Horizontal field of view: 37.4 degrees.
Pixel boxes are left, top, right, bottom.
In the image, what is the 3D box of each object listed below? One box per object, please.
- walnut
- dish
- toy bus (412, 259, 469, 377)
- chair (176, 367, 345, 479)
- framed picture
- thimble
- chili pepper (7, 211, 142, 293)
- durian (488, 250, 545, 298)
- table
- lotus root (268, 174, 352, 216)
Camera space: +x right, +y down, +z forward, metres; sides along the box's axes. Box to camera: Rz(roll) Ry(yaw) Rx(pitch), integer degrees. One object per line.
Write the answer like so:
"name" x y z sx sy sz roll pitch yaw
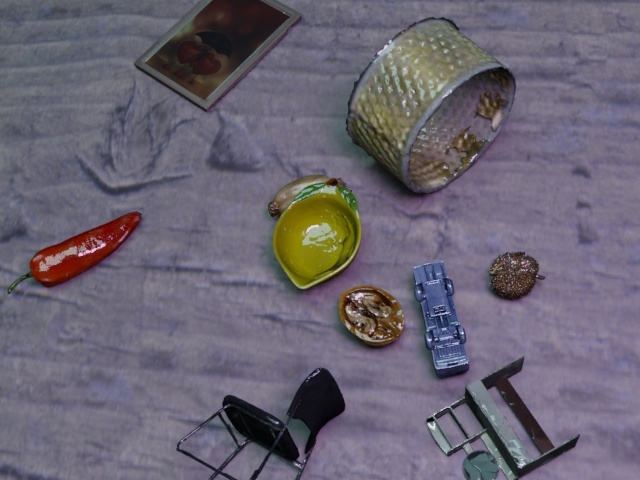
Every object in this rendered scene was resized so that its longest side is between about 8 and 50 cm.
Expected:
"walnut" 0.084 0.127 1.532 0.121 0.052 0.091 38 72 24
"dish" 0.000 0.000 1.603 0.149 0.080 0.208 14 68 14
"toy bus" 0.189 0.125 1.500 0.064 0.075 0.190 -11 58 2
"chair" -0.081 0.286 1.424 0.145 0.140 0.221 20 58 32
"framed picture" -0.205 -0.403 1.912 0.211 0.020 0.289 34 71 25
"thimble" 0.189 -0.226 1.594 0.271 0.271 0.150 -39 62 -13
"chili pepper" -0.436 0.023 1.685 0.272 0.063 0.071 -29 72 -10
"durian" 0.315 0.056 1.519 0.091 0.080 0.080 11 63 13
"table" 0.267 0.280 1.407 0.175 0.062 0.146 -27 59 -9
"lotus root" -0.020 -0.077 1.663 0.150 0.062 0.073 -18 71 -1
